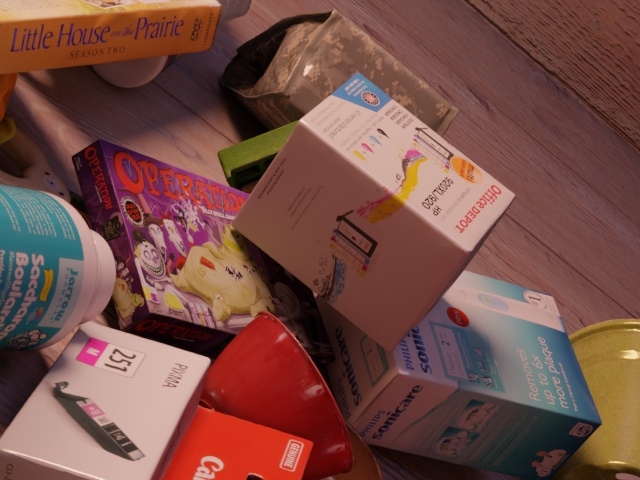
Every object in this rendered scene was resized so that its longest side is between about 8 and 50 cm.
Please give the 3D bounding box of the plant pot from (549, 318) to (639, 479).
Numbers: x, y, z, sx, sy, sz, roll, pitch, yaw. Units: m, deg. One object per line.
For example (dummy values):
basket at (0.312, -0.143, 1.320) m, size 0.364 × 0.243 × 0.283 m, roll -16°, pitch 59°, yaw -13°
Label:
plant pot at (0.392, 0.283, 2.314) m, size 0.276 × 0.276 × 0.254 m, roll 42°, pitch 32°, yaw -11°

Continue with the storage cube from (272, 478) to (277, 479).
storage cube at (-0.045, 0.339, 1.380) m, size 0.193 × 0.215 × 0.184 m, roll 46°, pitch 19°, yaw -21°

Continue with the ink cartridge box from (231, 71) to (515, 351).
ink cartridge box at (0.062, -0.033, 2.009) m, size 0.232 × 0.168 × 0.171 m, roll 38°, pitch 33°, yaw 5°

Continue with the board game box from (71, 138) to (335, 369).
board game box at (-0.120, 0.025, 1.967) m, size 0.347 × 0.056 × 0.208 m, roll 19°, pitch 43°, yaw -56°

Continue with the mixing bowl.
mixing bowl at (-0.056, 0.171, 1.773) m, size 0.181 × 0.098 × 0.181 m, roll 52°, pitch -20°, yaw 27°

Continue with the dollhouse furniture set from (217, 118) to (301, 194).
dollhouse furniture set at (0.000, 0.000, 2.300) m, size 0.301 × 0.151 × 0.197 m, roll 66°, pitch 0°, yaw -66°

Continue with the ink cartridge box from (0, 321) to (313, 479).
ink cartridge box at (-0.134, 0.177, 1.571) m, size 0.239 × 0.060 × 0.275 m, roll 16°, pitch 22°, yaw 3°

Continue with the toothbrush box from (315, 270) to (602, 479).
toothbrush box at (0.156, 0.145, 2.140) m, size 0.295 × 0.126 × 0.216 m, roll 16°, pitch 38°, yaw -28°

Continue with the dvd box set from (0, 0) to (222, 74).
dvd box set at (-0.342, -0.245, 1.796) m, size 0.307 × 0.062 × 0.420 m, roll 24°, pitch 21°, yaw 28°

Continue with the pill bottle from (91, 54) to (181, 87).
pill bottle at (-0.223, -0.263, 2.294) m, size 0.108 × 0.108 × 0.180 m, roll 44°, pitch 20°, yaw -5°

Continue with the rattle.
rattle at (-0.276, -0.096, 1.841) m, size 0.199 × 0.143 × 0.130 m, roll 34°, pitch 8°, yaw -17°

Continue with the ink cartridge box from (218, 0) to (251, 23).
ink cartridge box at (-0.279, -0.338, 2.181) m, size 0.324 × 0.071 × 0.330 m, roll 25°, pitch 19°, yaw 12°

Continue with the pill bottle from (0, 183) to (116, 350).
pill bottle at (-0.293, 0.021, 1.567) m, size 0.264 × 0.146 × 0.146 m, roll 9°, pitch 42°, yaw -58°

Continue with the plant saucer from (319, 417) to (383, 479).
plant saucer at (0.012, 0.231, 1.945) m, size 0.168 × 0.029 × 0.168 m, roll 40°, pitch 21°, yaw -19°

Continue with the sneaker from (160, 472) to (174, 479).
sneaker at (-0.159, 0.226, 1.594) m, size 0.053 × 0.059 × 0.144 m, roll -5°, pitch 32°, yaw -39°

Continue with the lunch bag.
lunch bag at (0.011, -0.186, 2.464) m, size 0.235 × 0.169 × 0.287 m, roll 38°, pitch -13°, yaw -21°
